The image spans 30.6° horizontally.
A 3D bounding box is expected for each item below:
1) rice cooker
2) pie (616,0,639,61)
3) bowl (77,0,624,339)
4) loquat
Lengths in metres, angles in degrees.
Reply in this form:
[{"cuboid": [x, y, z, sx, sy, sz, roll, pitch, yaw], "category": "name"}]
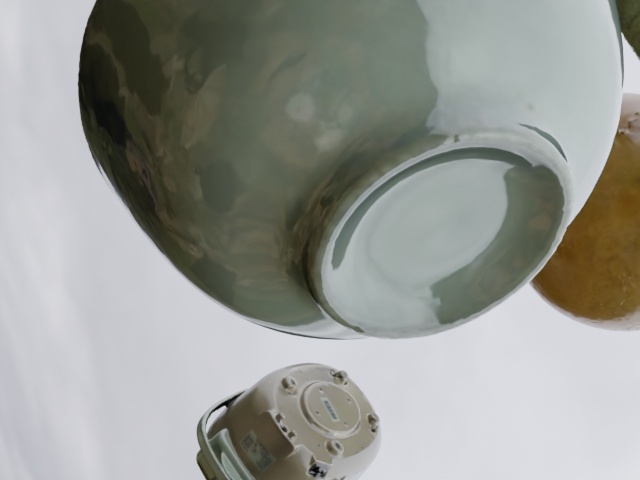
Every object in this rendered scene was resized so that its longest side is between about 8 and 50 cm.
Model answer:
[{"cuboid": [-0.026, 0.197, 1.148, 0.127, 0.206, 0.145, -45, -109, 24], "category": "rice cooker"}, {"cuboid": [0.306, -0.199, 0.890, 0.186, 0.041, 0.187, 11, -62, 22], "category": "pie"}, {"cuboid": [0.034, -0.045, 0.575, 0.289, 0.289, 0.146, 94, -19, -45], "category": "bowl"}, {"cuboid": [0.332, -0.028, 1.279, 0.263, 0.263, 0.263, 163, -90, -71], "category": "loquat"}]
